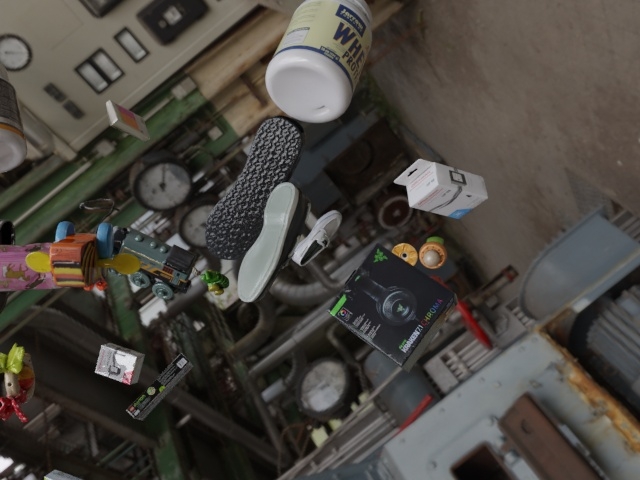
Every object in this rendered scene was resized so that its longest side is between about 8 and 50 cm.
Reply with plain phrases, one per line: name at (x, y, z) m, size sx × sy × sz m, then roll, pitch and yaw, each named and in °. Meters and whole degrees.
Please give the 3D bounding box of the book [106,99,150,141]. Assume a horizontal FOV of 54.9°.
book at (-0.619, -0.386, 1.985) m, size 0.144 × 0.035 × 0.096 m, roll 26°, pitch -146°, yaw -56°

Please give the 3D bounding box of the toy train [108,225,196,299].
toy train at (-0.586, 0.068, 2.113) m, size 0.334 × 0.190 × 0.142 m, roll 27°, pitch -140°, yaw -9°

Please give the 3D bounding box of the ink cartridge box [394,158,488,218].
ink cartridge box at (0.265, -0.111, 1.363) m, size 0.180 × 0.104 × 0.060 m, roll 11°, pitch -122°, yaw -27°

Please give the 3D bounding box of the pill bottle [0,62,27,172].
pill bottle at (-0.838, -0.319, 1.541) m, size 0.278 × 0.162 × 0.162 m, roll 68°, pitch -171°, yaw 25°

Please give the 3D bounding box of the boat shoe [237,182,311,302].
boat shoe at (-0.101, 0.015, 1.469) m, size 0.114 × 0.302 × 0.091 m, roll 16°, pitch 169°, yaw 42°

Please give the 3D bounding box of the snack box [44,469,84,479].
snack box at (-0.551, 0.583, 1.378) m, size 0.141 × 0.100 × 0.037 m, roll 9°, pitch -167°, yaw 20°

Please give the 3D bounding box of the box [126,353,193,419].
box at (-0.448, 0.415, 1.738) m, size 0.036 × 0.207 × 0.114 m, roll 41°, pitch 162°, yaw 8°

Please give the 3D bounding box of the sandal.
sandal at (-0.164, -0.130, 1.676) m, size 0.167 × 0.446 × 0.107 m, roll 34°, pitch -159°, yaw 4°

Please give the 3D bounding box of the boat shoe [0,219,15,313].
boat shoe at (-1.081, 0.088, 2.058) m, size 0.112 × 0.095 × 0.335 m, roll 25°, pitch -124°, yaw -65°

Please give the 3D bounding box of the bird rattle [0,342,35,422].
bird rattle at (-0.981, 0.462, 2.010) m, size 0.207 × 0.143 × 0.253 m, roll -161°, pitch 54°, yaw -89°

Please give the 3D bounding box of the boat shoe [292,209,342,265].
boat shoe at (0.000, 0.000, 2.082) m, size 0.083 × 0.226 × 0.076 m, roll 38°, pitch -174°, yaw -39°

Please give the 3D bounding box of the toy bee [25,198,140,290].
toy bee at (-0.440, 0.038, 1.197) m, size 0.298 × 0.195 × 0.162 m, roll -50°, pitch -35°, yaw -67°

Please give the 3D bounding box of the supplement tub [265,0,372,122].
supplement tub at (0.006, -0.508, 1.671) m, size 0.235 × 0.325 × 0.235 m, roll 14°, pitch 149°, yaw 9°

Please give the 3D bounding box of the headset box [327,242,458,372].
headset box at (0.194, 0.180, 1.718) m, size 0.283 × 0.246 × 0.131 m, roll 35°, pitch 173°, yaw 25°

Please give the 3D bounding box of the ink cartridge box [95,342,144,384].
ink cartridge box at (-0.732, 0.448, 2.242) m, size 0.150 × 0.109 × 0.063 m, roll 15°, pitch -178°, yaw 13°

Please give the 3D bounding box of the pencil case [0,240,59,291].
pencil case at (-0.925, 0.075, 1.813) m, size 0.386 × 0.167 × 0.160 m, roll -2°, pitch -155°, yaw -34°

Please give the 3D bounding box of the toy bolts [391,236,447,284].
toy bolts at (0.364, 0.116, 2.283) m, size 0.158 × 0.218 × 0.228 m, roll -39°, pitch -55°, yaw -67°

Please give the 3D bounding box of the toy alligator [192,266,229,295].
toy alligator at (-0.291, 0.104, 1.693) m, size 0.189 × 0.051 × 0.056 m, roll 59°, pitch -169°, yaw -65°
